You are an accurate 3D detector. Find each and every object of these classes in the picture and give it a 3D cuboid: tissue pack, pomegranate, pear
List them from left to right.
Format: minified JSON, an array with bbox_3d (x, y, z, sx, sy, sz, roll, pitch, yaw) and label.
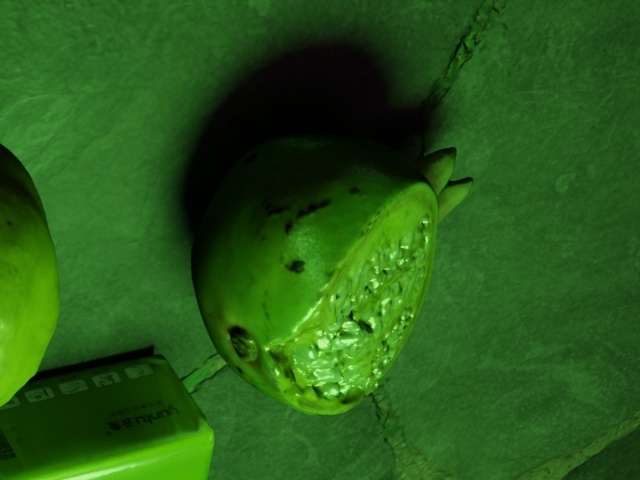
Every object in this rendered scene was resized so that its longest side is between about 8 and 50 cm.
[{"bbox_3d":[-0.392,0.017,1.531,0.375,0.287,0.287,37,102,-27],"label":"pear"},{"bbox_3d":[-0.277,0.264,1.914,0.274,0.167,0.200,-10,132,-28],"label":"tissue pack"},{"bbox_3d":[0.000,0.000,1.865,0.358,0.216,0.310,-49,150,-38],"label":"pomegranate"}]
